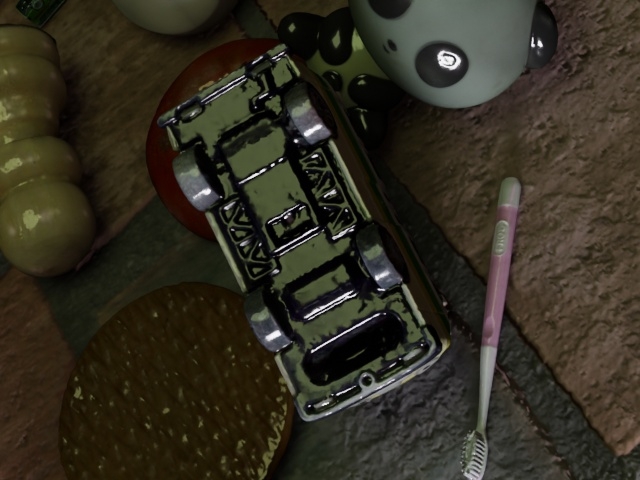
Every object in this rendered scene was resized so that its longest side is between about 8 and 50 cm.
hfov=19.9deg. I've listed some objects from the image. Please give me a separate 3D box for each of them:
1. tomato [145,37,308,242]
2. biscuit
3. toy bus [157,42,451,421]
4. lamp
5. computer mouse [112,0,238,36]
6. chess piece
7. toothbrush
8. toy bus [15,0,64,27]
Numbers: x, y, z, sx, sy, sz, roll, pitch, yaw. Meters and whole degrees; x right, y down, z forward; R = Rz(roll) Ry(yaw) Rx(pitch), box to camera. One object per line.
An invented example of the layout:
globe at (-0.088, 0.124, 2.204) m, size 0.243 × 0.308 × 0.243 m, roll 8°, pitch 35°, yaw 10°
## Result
tomato at (-0.080, -0.111, 1.801) m, size 0.225 × 0.085 × 0.225 m, roll -13°, pitch 60°, yaw 23°
biscuit at (-0.136, 0.165, 1.735) m, size 0.262 × 0.037 × 0.262 m, roll -11°, pitch 64°, yaw 24°
toy bus at (0.000, 0.000, 1.617) m, size 0.143 × 0.179 × 0.305 m, roll -30°, pitch 76°, yaw 13°
lamp at (0.092, -0.205, 1.693) m, size 0.244 × 0.198 × 0.198 m, roll -32°, pitch 56°, yaw 33°
computer mouse at (-0.122, -0.358, 1.908) m, size 0.184 × 0.121 × 0.297 m, roll 33°, pitch 88°, yaw 36°
chess piece at (-0.307, -0.085, 1.885) m, size 0.143 × 0.143 × 0.261 m, roll -30°, pitch 62°, yaw 14°
toothbrush at (0.153, 0.075, 1.627) m, size 0.020 × 0.025 × 0.286 m, roll -1°, pitch 68°, yaw 28°
toy bus at (-0.298, -0.277, 2.016) m, size 0.083 × 0.037 × 0.031 m, roll -47°, pitch 54°, yaw 2°
